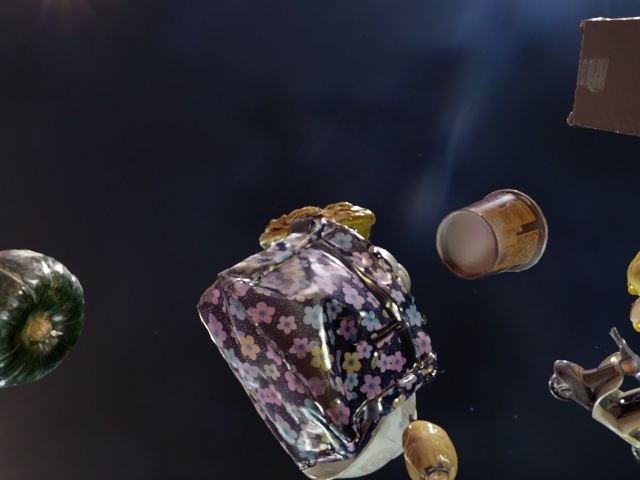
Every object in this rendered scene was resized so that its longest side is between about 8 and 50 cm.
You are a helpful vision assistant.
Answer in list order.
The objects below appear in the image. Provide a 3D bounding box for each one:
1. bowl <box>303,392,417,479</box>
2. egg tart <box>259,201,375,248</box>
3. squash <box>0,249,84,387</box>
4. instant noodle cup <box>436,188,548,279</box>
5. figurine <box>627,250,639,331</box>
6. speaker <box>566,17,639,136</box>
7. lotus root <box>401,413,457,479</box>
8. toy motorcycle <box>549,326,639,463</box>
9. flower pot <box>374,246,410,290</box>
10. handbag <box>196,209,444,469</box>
[{"bbox_3d":[0.137,0.489,1.888,0.435,0.196,0.434,-45,-156,27],"label":"bowl"},{"bbox_3d":[-0.001,0.001,1.141,0.213,0.213,0.090,-18,-102,43],"label":"egg tart"},{"bbox_3d":[-0.552,0.141,1.231,0.165,0.252,0.252,10,-105,20],"label":"squash"},{"bbox_3d":[0.411,-0.006,1.662,0.217,0.207,0.217,13,-71,42],"label":"instant noodle cup"},{"bbox_3d":[0.687,0.092,1.378,0.156,0.246,0.131,-8,-135,-2],"label":"figurine"},{"bbox_3d":[0.548,-0.247,1.031,0.254,0.232,0.184,-140,-128,-65],"label":"speaker"},{"bbox_3d":[0.238,0.466,1.509,0.221,0.118,0.125,-94,-172,-69],"label":"lotus root"},{"bbox_3d":[0.491,0.250,1.056,0.157,0.263,0.091,-59,179,41],"label":"toy motorcycle"},{"bbox_3d":[0.119,0.139,1.789,0.246,0.246,0.195,-47,-129,21],"label":"flower pot"},{"bbox_3d":[0.003,0.089,0.693,0.228,0.208,0.127,51,-46,7],"label":"handbag"}]
